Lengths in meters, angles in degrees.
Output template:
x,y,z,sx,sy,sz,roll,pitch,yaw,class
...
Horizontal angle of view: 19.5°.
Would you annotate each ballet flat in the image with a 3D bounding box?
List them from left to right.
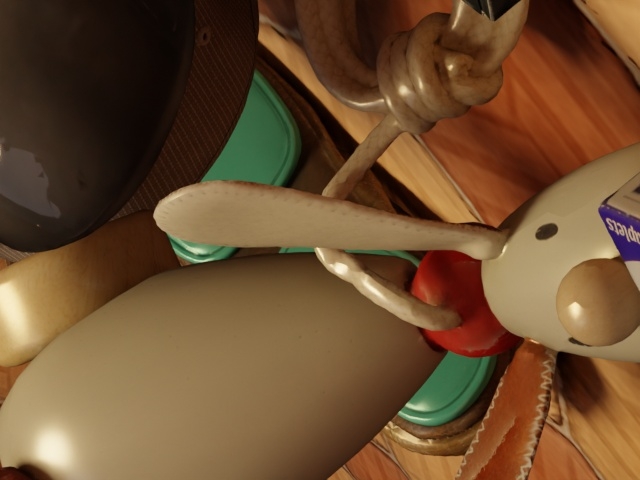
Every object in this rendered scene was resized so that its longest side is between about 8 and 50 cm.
x,y,z,sx,sy,sz,roll,pitch,yaw,class
0.000,0.000,0.986,0.342,0.116,0.124,39,-177,34,ballet flat

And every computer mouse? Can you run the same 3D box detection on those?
x,y,z,sx,sy,sz,roll,pitch,yaw,class
-0.122,-0.107,0.679,0.072,0.188,0.272,27,-153,-36,computer mouse

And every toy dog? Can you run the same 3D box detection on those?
x,y,z,sx,sy,sz,roll,pitch,yaw,class
-0.022,0.049,0.642,0.220,0.161,0.334,48,128,7,toy dog

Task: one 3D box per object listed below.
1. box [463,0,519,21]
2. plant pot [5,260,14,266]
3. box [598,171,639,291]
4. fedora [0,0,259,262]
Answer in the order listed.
x,y,z,sx,sy,sz,roll,pitch,yaw,class
-0.014,-0.187,0.551,0.220,0.051,0.175,45,166,34,box
-0.094,0.009,1.211,0.165,0.167,0.167,30,157,44,plant pot
0.160,0.036,0.505,0.137,0.072,0.126,57,168,-27,box
-0.109,-0.097,0.827,0.124,0.275,0.243,26,163,-36,fedora
